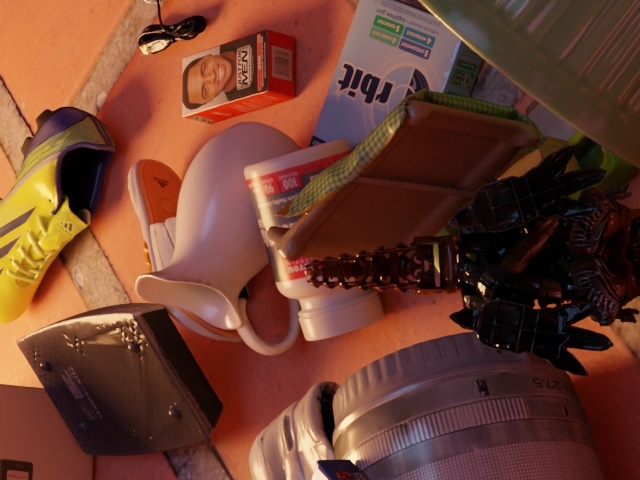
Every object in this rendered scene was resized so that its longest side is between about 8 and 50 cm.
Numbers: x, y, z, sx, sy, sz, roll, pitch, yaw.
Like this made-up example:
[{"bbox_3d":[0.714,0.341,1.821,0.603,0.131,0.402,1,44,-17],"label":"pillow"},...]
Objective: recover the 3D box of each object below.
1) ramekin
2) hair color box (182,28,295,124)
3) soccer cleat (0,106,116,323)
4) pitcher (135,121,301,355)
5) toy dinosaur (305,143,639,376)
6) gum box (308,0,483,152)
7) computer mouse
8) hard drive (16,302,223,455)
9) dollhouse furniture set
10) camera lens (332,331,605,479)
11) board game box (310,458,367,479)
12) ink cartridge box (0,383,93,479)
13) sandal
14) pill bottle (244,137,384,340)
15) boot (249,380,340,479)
[{"bbox_3d":[0.214,-0.202,1.457,0.148,0.303,0.303,-52,48,16],"label":"ramekin"},{"bbox_3d":[-0.090,-0.176,1.947,0.141,0.043,0.072,-14,73,45],"label":"hair color box"},{"bbox_3d":[-0.328,-0.018,2.131,0.121,0.093,0.289,37,109,37],"label":"soccer cleat"},{"bbox_3d":[-0.072,-0.001,1.831,0.125,0.177,0.207,-23,38,55],"label":"pitcher"},{"bbox_3d":[0.162,0.026,1.451,0.322,0.218,0.164,-24,91,0],"label":"toy dinosaur"},{"bbox_3d":[0.073,-0.139,1.769,0.157,0.041,0.184,30,104,45],"label":"gum box"},{"bbox_3d":[-0.180,-0.311,2.076,0.106,0.042,0.193,-22,72,47],"label":"computer mouse"},{"bbox_3d":[-0.214,0.147,1.935,0.254,0.054,0.172,-15,109,52],"label":"hard drive"},{"bbox_3d":[0.094,-0.082,1.543,0.197,0.301,0.151,-47,54,32],"label":"dollhouse furniture set"},{"bbox_3d":[0.134,0.238,1.491,0.219,0.219,0.274,-34,58,37],"label":"camera lens"},{"bbox_3d":[0.036,0.282,1.403,0.201,0.035,0.136,48,127,50],"label":"board game box"},{"bbox_3d":[-0.393,0.308,2.047,0.198,0.197,0.270,-13,72,44],"label":"ink cartridge box"},{"bbox_3d":[-0.138,-0.008,1.920,0.076,0.102,0.265,-50,48,31],"label":"sandal"},{"bbox_3d":[0.000,0.000,1.741,0.108,0.108,0.180,-13,94,44],"label":"pill bottle"},{"bbox_3d":[0.012,0.259,1.705,0.123,0.095,0.258,-50,48,36],"label":"boot"}]
